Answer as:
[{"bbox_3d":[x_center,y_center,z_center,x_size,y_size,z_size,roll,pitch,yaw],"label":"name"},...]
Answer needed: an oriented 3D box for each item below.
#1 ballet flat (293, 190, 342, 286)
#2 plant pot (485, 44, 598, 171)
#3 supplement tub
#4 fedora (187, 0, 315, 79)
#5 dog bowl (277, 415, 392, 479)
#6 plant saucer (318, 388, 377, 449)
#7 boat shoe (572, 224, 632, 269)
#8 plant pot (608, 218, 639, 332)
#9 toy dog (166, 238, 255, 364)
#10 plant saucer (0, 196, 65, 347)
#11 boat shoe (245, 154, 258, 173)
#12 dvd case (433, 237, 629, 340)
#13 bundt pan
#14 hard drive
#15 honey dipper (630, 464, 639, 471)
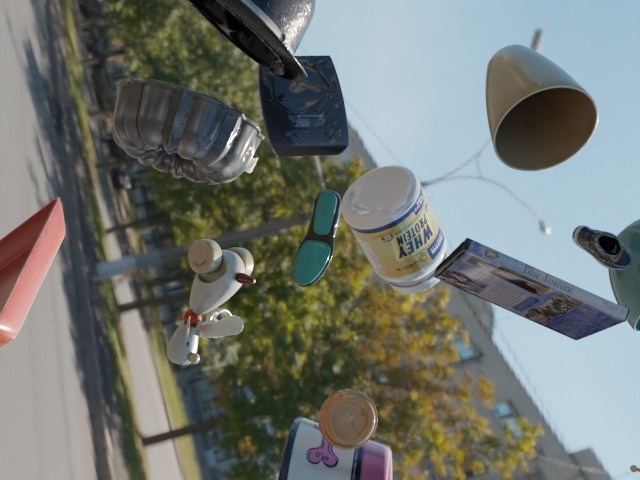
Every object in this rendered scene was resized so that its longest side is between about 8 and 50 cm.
[{"bbox_3d":[0.000,0.000,1.824,0.074,0.074,0.203,150,-44,-81],"label":"ballet flat"},{"bbox_3d":[0.508,-0.355,2.238,0.256,0.256,0.274,85,-7,-46],"label":"plant pot"},{"bbox_3d":[0.216,-0.025,2.514,0.316,0.228,0.228,58,4,-36],"label":"supplement tub"},{"bbox_3d":[-0.117,-0.448,1.683,0.334,0.152,0.334,37,-3,2],"label":"fedora"},{"bbox_3d":[0.024,0.470,1.336,0.408,0.150,0.408,3,90,-83],"label":"dog bowl"},{"bbox_3d":[0.039,0.247,1.250,0.013,0.083,0.083,-176,-108,-77],"label":"plant saucer"},{"bbox_3d":[0.647,0.025,2.017,0.065,0.183,0.083,-65,-153,0],"label":"boat shoe"},{"bbox_3d":[0.810,0.056,2.190,0.195,0.290,0.290,54,-19,29],"label":"plant pot"},{"bbox_3d":[-0.247,0.158,2.171,0.161,0.220,0.334,32,-56,37],"label":"toy dog"},{"bbox_3d":[-0.479,0.087,1.327,0.047,0.259,0.258,40,39,-27],"label":"plant saucer"},{"bbox_3d":[-0.233,-0.240,2.438,0.170,0.059,0.063,28,13,-49],"label":"boat shoe"},{"bbox_3d":[0.305,0.077,1.350,0.180,0.253,0.022,115,-1,-74],"label":"dvd case"},{"bbox_3d":[-0.293,-0.214,1.919,0.331,0.330,0.124,118,-10,-77],"label":"bundt pan"},{"bbox_3d":[-0.039,-0.274,1.852,0.054,0.172,0.255,101,-17,-54],"label":"hard drive"},{"bbox_3d":[0.812,0.561,2.158,0.160,0.030,0.030,3,-70,46],"label":"honey dipper"}]
